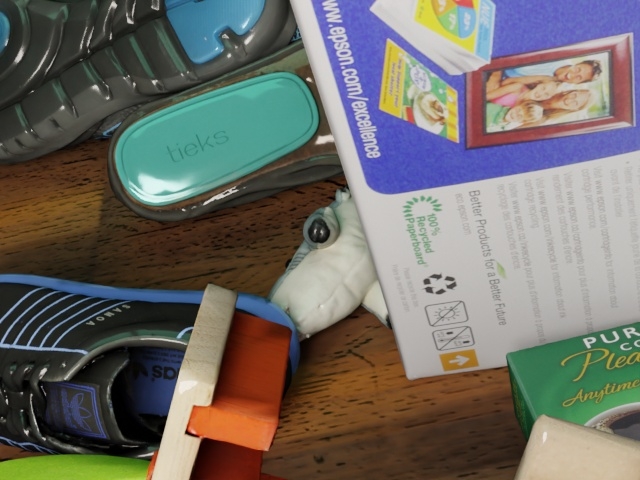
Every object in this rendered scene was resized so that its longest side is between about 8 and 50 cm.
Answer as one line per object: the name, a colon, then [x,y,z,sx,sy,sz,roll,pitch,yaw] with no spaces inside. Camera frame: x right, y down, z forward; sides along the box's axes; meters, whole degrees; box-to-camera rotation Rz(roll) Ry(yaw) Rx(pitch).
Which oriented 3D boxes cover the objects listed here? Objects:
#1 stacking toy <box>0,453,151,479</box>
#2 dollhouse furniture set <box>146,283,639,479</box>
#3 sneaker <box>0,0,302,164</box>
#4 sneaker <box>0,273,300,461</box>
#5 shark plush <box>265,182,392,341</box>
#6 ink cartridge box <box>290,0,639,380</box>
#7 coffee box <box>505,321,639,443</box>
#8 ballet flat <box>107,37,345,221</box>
stacking toy: [-0.096,0.193,0.597,0.309,0.130,0.279,14,14,34]
dollhouse furniture set: [0.071,0.119,0.433,0.259,0.135,0.262,16,17,-3]
sneaker: [-0.137,-0.112,1.081,0.341,0.125,0.140,-6,-10,34]
sneaker: [-0.129,0.065,0.781,0.232,0.081,0.090,-4,15,13]
shark plush: [0.000,0.000,0.880,0.067,0.073,0.161,-35,28,25]
ink cartridge box: [0.159,-0.063,0.676,0.307,0.303,0.072,-10,50,7]
coffee box: [0.153,0.098,0.666,0.113,0.040,0.184,-15,31,-3]
ballet flat: [0.009,-0.081,0.964,0.280,0.095,0.096,-15,-6,3]
